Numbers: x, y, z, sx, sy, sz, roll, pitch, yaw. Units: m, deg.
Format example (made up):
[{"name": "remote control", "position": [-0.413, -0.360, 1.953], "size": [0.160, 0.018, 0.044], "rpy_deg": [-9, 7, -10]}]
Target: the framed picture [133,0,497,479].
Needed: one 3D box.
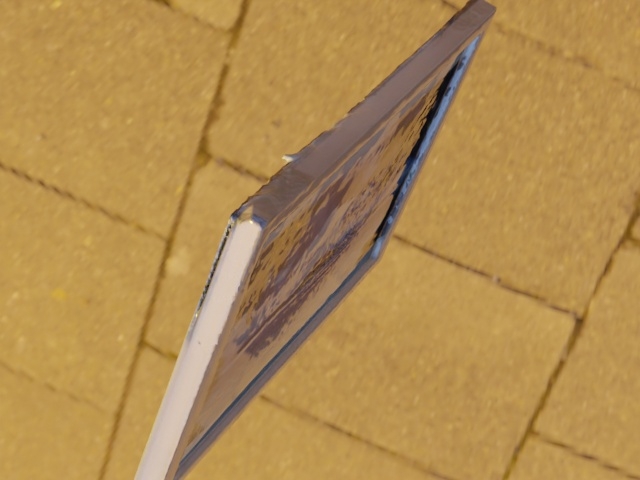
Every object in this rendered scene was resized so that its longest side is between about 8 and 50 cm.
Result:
[{"name": "framed picture", "position": [0.000, 0.000, 0.967], "size": [0.024, 0.315, 0.232], "rpy_deg": [32, 129, 11]}]
